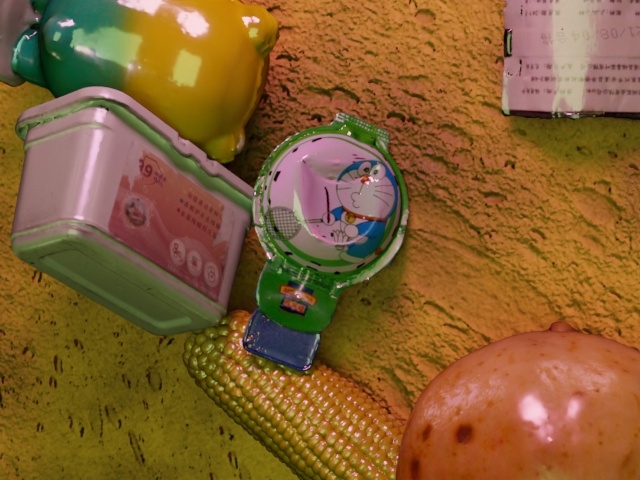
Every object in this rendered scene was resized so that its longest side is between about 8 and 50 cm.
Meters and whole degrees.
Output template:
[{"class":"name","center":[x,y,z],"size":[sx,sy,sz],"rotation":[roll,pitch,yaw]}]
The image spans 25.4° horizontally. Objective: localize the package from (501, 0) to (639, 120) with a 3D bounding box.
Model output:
[{"class":"package","center":[0.340,-0.244,1.691],"size":[0.251,0.062,0.203],"rotation":[1,98,9]}]

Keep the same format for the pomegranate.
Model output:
[{"class":"pomegranate","center":[0.277,0.258,1.624],"size":[0.410,0.410,0.410],"rotation":[2,97,13]}]

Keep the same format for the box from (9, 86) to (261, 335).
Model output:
[{"class":"box","center":[-0.223,-0.019,1.691],"size":[0.175,0.312,0.182],"rotation":[-13,57,36]}]

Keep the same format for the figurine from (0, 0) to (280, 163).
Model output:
[{"class":"figurine","center":[-0.222,-0.233,1.739],"size":[0.340,0.231,0.323],"rotation":[19,103,16]}]

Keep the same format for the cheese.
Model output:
[{"class":"cheese","center":[0.000,0.000,1.750],"size":[0.204,0.083,0.320],"rotation":[22,83,-14]}]

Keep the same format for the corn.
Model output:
[{"class":"corn","center":[-0.001,0.231,1.789],"size":[0.387,0.144,0.144],"rotation":[41,104,10]}]
